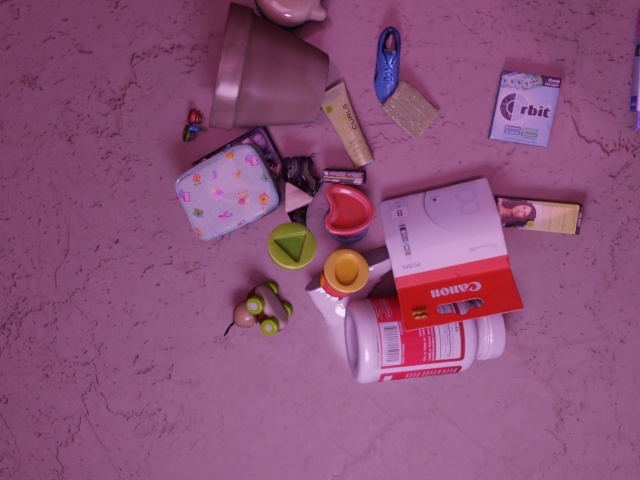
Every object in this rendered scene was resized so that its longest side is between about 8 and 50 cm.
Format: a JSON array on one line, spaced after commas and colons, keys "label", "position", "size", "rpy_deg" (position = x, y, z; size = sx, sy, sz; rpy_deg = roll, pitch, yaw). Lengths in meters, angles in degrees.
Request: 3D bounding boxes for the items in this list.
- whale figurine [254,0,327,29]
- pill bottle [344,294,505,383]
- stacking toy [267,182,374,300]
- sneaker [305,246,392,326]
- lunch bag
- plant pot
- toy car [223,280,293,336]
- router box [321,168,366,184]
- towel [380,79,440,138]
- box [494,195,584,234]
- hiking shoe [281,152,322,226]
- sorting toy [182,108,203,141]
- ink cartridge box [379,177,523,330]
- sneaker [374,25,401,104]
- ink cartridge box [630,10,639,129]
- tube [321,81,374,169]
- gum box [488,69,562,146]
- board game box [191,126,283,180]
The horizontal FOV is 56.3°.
[{"label": "whale figurine", "position": [-0.054, -0.684, 1.626], "size": [0.272, 0.141, 0.216], "rpy_deg": [-37, 94, -13]}, {"label": "pill bottle", "position": [0.283, 0.259, 1.649], "size": [0.407, 0.229, 0.229], "rpy_deg": [-4, 99, -9]}, {"label": "stacking toy", "position": [0.000, 0.000, 1.651], "size": [0.279, 0.130, 0.309], "rpy_deg": [14, 65, -4]}, {"label": "sneaker", "position": [0.122, 0.143, 1.753], "size": [0.292, 0.108, 0.169], "rpy_deg": [-25, 110, 7]}, {"label": "lunch bag", "position": [-0.256, -0.145, 1.694], "size": [0.279, 0.108, 0.224], "rpy_deg": [-25, 93, 10]}, {"label": "plant pot", "position": [-0.134, -0.432, 1.596], "size": [0.280, 0.323, 0.324], "rpy_deg": [11, 101, -11]}, {"label": "toy car", "position": [-0.203, 0.231, 1.780], "size": [0.188, 0.155, 0.149], "rpy_deg": [-32, 94, 21]}, {"label": "router box", "position": [0.067, -0.182, 1.698], "size": [0.122, 0.092, 0.038], "rpy_deg": [4, 99, 6]}, {"label": "towel", "position": [0.249, -0.362, 1.662], "size": [0.148, 0.027, 0.110], "rpy_deg": [35, 102, -18]}, {"label": "box", "position": [0.602, -0.071, 1.666], "size": [0.232, 0.058, 0.088], "rpy_deg": [4, 100, 6]}, {"label": "hiking shoe", "position": [-0.042, -0.136, 1.720], "size": [0.114, 0.086, 0.227], "rpy_deg": [-13, 118, -16]}, {"label": "sorting toy", "position": [-0.371, -0.333, 1.755], "size": [0.042, 0.061, 0.102], "rpy_deg": [9, 111, -29]}, {"label": "ink cartridge box", "position": [0.334, 0.028, 1.581], "size": [0.307, 0.385, 0.091], "rpy_deg": [-12, 141, 9]}, {"label": "sneaker", "position": [0.183, -0.477, 1.640], "size": [0.069, 0.082, 0.210], "rpy_deg": [3, 101, 5]}, {"label": "ink cartridge box", "position": [0.920, -0.445, 1.560], "size": [0.185, 0.065, 0.311], "rpy_deg": [1, 97, 7]}, {"label": "tube", "position": [0.074, -0.320, 1.694], "size": [0.070, 0.062, 0.240], "rpy_deg": [-24, 89, -26]}, {"label": "gum box", "position": [0.556, -0.358, 1.632], "size": [0.156, 0.041, 0.185], "rpy_deg": [9, 101, 6]}, {"label": "board game box", "position": [-0.235, -0.211, 1.757], "size": [0.243, 0.042, 0.165], "rpy_deg": [-27, 95, 11]}]
